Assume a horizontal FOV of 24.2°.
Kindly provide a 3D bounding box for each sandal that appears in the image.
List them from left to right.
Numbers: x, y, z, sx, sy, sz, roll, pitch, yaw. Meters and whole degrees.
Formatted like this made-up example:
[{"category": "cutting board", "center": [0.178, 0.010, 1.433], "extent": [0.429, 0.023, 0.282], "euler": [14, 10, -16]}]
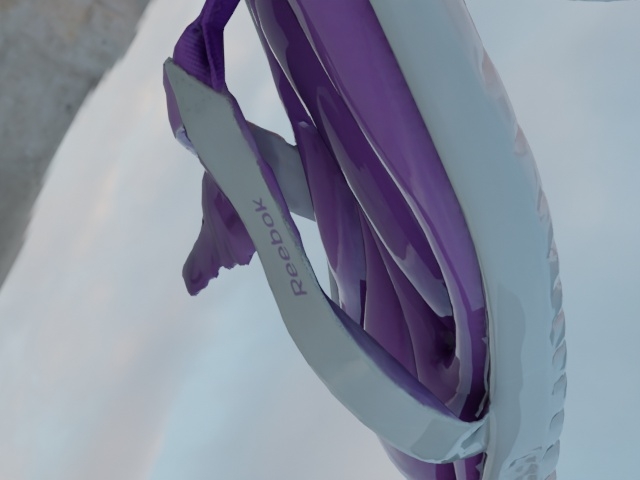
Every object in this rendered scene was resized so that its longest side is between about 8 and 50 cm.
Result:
[{"category": "sandal", "center": [0.008, 0.009, 0.530], "extent": [0.102, 0.416, 0.169], "euler": [-32, -132, -10]}]
